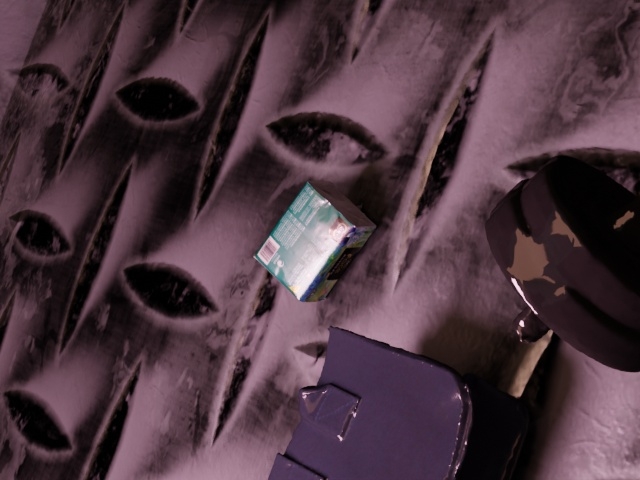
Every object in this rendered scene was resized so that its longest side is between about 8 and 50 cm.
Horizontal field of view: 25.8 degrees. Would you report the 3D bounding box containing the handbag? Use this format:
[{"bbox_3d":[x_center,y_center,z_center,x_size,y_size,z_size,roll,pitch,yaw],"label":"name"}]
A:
[{"bbox_3d":[0.040,0.259,1.301,0.269,0.118,0.325,17,86,51],"label":"handbag"}]

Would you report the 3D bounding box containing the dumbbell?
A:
[{"bbox_3d":[0.280,-0.052,1.062,0.388,0.185,0.185,-49,37,28],"label":"dumbbell"}]

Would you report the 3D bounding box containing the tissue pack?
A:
[{"bbox_3d":[0.000,0.001,1.553,0.085,0.079,0.111,44,113,22],"label":"tissue pack"}]
